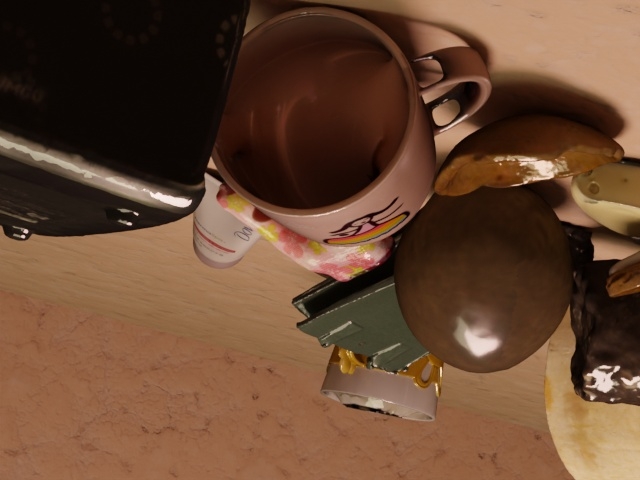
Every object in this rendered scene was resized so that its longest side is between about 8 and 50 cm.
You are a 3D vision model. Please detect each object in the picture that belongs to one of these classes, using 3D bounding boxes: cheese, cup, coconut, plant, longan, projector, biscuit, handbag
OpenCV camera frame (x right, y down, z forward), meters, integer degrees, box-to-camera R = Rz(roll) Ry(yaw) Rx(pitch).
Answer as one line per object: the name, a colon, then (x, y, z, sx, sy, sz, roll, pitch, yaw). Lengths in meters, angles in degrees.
cheese: (0.354, -0.028, 1.679, 0.127, 0.054, 0.251, 12, 168, 21)
cup: (0.040, -0.106, 1.419, 0.252, 0.191, 0.200, -23, 164, 8)
cup: (0.100, 0.157, 2.364, 0.185, 0.226, 0.241, 7, 165, 31)
coconut: (0.450, 0.205, 2.092, 0.323, 0.323, 0.323, 12, 168, 3)
plant: (0.437, 0.110, 1.814, 0.276, 0.188, 0.199, -4, 165, -1)
longan: (0.185, 0.034, 1.776, 0.215, 0.246, 0.246, 4, 174, -30)
projector: (-0.325, -0.159, 1.352, 0.395, 0.242, 0.405, 19, 168, -29)
plant: (0.298, 0.031, 1.928, 0.094, 0.092, 0.143, 7, 163, -9)
biscuit: (0.406, 0.012, 1.638, 0.208, 0.049, 0.181, -15, 171, 4)
handbag: (0.122, 0.084, 2.097, 0.260, 0.079, 0.247, -31, 147, 25)

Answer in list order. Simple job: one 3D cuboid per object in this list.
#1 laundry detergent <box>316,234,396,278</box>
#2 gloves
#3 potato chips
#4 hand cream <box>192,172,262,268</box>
laundry detergent: (0.000, 0.000, 2.108, 0.171, 0.076, 0.237, 0, 162, 40)
gloves: (-0.025, -0.053, 1.831, 0.241, 0.126, 0.145, 49, 160, -19)
potato chips: (0.200, -0.091, 1.503, 0.195, 0.062, 0.208, -9, 173, 19)
hand cream: (-0.126, -0.027, 2.120, 0.133, 0.083, 0.248, 30, 162, 2)
